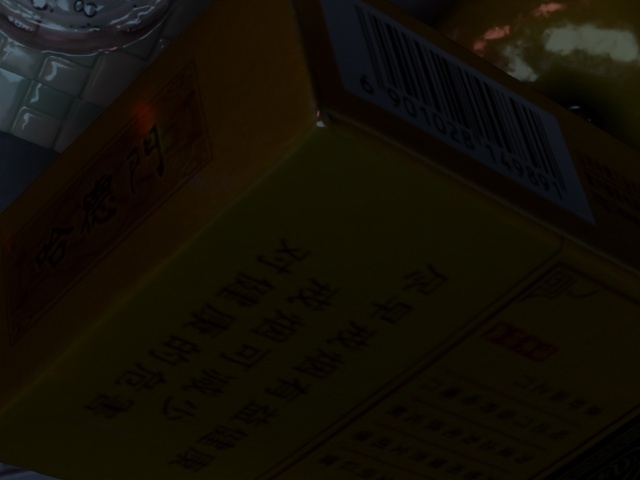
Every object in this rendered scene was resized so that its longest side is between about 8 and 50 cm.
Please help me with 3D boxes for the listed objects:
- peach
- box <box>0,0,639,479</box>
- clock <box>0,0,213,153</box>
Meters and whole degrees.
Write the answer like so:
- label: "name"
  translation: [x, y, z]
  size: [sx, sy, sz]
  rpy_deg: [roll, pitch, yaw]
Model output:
- label: "peach"
  translation: [0.133, -0.072, 0.863]
  size: [0.179, 0.103, 0.179]
  rpy_deg: [-5, 126, -7]
- label: "box"
  translation: [0.054, 0.052, 0.801]
  size: [0.415, 0.116, 0.264]
  rpy_deg: [23, 128, -38]
- label: "clock"
  translation: [-0.113, -0.146, 0.782]
  size: [0.255, 0.106, 0.220]
  rpy_deg: [21, 110, -18]
